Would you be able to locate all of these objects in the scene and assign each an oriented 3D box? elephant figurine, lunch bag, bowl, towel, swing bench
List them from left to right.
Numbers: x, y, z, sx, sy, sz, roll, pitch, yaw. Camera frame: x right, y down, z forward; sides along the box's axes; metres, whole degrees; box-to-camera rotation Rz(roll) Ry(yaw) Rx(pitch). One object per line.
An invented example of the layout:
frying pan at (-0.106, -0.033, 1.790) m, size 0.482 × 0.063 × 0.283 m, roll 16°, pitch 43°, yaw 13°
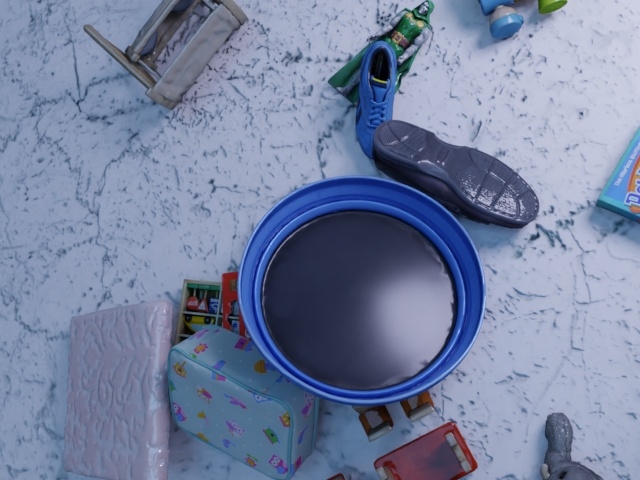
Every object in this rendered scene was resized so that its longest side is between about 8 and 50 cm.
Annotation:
towel at (-0.403, 0.299, 1.129) m, size 0.317 × 0.053 × 0.331 m, roll -12°, pitch 75°, yaw 37°
swing bench at (-0.313, -0.444, 1.214) m, size 0.255 × 0.165 × 0.253 m, roll 45°, pitch 98°, yaw 17°
lunch bag at (-0.139, 0.284, 0.997) m, size 0.279 × 0.108 × 0.224 m, roll 19°, pitch 125°, yaw 26°
bowl at (0.065, 0.075, 0.922) m, size 0.391 × 0.077 × 0.391 m, roll 0°, pitch 61°, yaw 0°
elephant figurine at (0.351, 0.392, 0.782) m, size 0.186 × 0.169 × 0.239 m, roll 27°, pitch 93°, yaw 27°

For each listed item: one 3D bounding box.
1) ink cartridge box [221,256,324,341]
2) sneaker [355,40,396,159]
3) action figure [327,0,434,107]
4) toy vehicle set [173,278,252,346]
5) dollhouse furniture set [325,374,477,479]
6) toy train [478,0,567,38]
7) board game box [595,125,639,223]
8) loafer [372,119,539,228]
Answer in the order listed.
ink cartridge box at (-0.087, 0.136, 1.031) m, size 0.232 × 0.066 × 0.189 m, roll -6°, pitch 78°, yaw 16°
sneaker at (0.099, -0.246, 1.017) m, size 0.069 × 0.082 × 0.209 m, roll 3°, pitch 107°, yaw 3°
action figure at (0.130, -0.353, 1.067) m, size 0.137 × 0.063 × 0.232 m, roll 43°, pitch 101°, yaw 12°
toy vehicle set at (-0.158, 0.167, 1.103) m, size 0.267 × 0.035 × 0.165 m, roll 2°, pitch 81°, yaw 22°
dollhouse furniture set at (0.121, 0.388, 0.922) m, size 0.259 × 0.135 × 0.262 m, roll -28°, pitch 71°, yaw 3°
toy train at (0.386, -0.456, 0.969) m, size 0.248 × 0.105 × 0.143 m, roll -18°, pitch 84°, yaw 18°
board game box at (0.556, -0.081, 0.853) m, size 0.210 × 0.047 × 0.160 m, roll 29°, pitch 92°, yaw 25°
loafer at (0.224, -0.105, 0.981) m, size 0.303 × 0.095 × 0.109 m, roll 31°, pitch 65°, yaw 13°
